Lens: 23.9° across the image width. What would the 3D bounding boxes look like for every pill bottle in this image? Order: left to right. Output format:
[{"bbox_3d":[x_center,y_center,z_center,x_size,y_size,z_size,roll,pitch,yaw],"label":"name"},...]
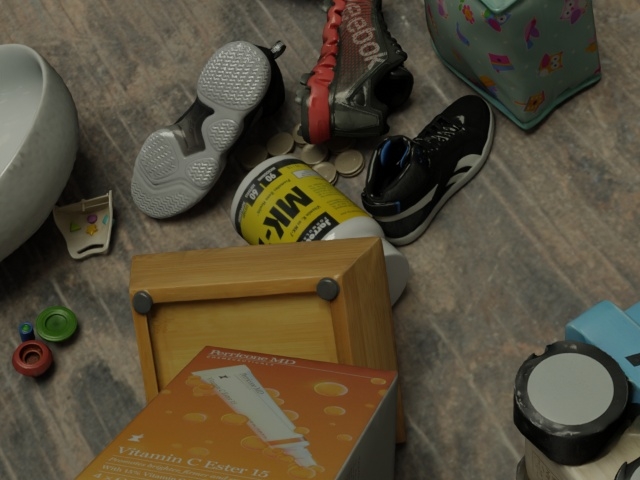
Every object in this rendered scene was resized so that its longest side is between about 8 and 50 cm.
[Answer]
[{"bbox_3d":[0.000,0.000,1.753,0.119,0.119,0.208,-43,54,-9],"label":"pill bottle"}]

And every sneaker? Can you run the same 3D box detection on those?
[{"bbox_3d":[-0.129,-0.143,1.909,0.101,0.153,0.268,40,114,6],"label":"sneaker"},{"bbox_3d":[0.057,-0.229,1.896,0.135,0.098,0.276,6,53,9],"label":"sneaker"},{"bbox_3d":[0.129,-0.107,1.770,0.079,0.121,0.217,24,69,31],"label":"sneaker"}]

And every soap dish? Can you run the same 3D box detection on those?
[{"bbox_3d":[-0.065,0.122,1.638,0.290,0.118,0.229,-4,100,17],"label":"soap dish"}]

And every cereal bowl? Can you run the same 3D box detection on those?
[{"bbox_3d":[-0.436,-0.079,1.933,0.339,0.141,0.339,-25,43,25],"label":"cereal bowl"}]

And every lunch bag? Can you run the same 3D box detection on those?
[{"bbox_3d":[0.203,-0.299,1.803,0.160,0.223,0.262,-33,51,-9],"label":"lunch bag"}]

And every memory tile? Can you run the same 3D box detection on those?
[{"bbox_3d":[-0.023,-0.099,1.893,0.148,0.012,0.113,-25,53,4],"label":"memory tile"}]

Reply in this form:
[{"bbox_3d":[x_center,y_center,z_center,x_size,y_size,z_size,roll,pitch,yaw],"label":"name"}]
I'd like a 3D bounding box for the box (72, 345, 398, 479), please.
[{"bbox_3d":[-0.068,0.245,1.416,0.215,0.168,0.345,7,17,13],"label":"box"}]

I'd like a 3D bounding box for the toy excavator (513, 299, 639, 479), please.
[{"bbox_3d":[0.377,0.118,1.507,0.445,0.222,0.433,-29,51,-16],"label":"toy excavator"}]

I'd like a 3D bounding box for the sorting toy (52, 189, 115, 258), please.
[{"bbox_3d":[-0.295,-0.015,1.927,0.083,0.045,0.075,-13,62,14],"label":"sorting toy"}]

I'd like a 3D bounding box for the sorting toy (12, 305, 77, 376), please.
[{"bbox_3d":[-0.342,0.128,1.857,0.061,0.042,0.102,27,58,16],"label":"sorting toy"}]
